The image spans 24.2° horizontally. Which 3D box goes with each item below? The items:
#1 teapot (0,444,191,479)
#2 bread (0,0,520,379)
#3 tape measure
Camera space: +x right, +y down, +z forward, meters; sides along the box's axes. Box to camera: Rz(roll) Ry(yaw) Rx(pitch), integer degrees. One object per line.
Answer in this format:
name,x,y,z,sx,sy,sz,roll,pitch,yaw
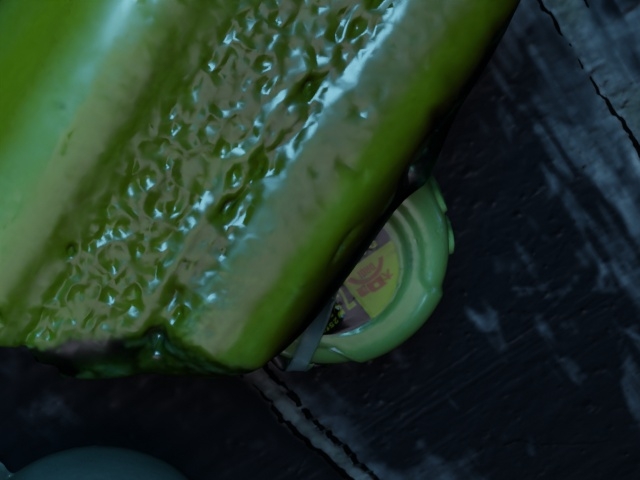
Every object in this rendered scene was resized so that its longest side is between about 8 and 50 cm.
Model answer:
teapot,-0.169,0.250,1.119,0.193,0.129,0.294,-41,124,11
bread,-0.056,-0.105,0.852,0.251,0.208,0.376,30,99,-22
tape measure,0.000,0.000,1.017,0.200,0.106,0.175,-43,108,11
